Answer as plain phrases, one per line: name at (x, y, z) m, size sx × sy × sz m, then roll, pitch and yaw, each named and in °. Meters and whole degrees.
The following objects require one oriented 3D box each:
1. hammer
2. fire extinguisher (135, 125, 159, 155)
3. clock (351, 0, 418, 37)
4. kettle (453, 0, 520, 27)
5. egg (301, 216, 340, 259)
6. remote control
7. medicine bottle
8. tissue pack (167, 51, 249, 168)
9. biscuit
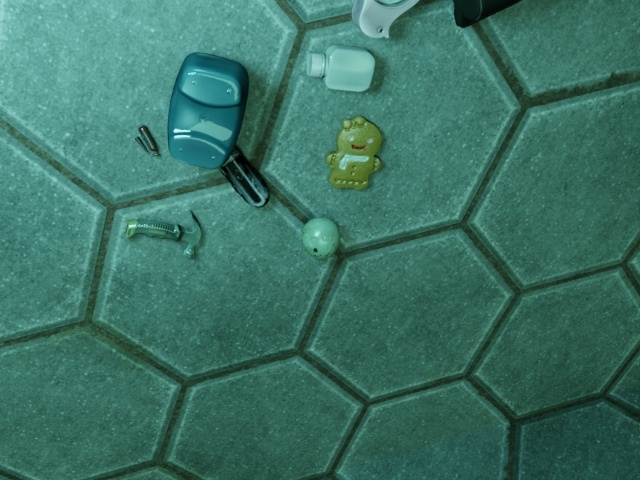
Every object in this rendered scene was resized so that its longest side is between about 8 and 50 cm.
hammer at (-0.486, -0.029, 2.005) m, size 0.226 × 0.041 × 0.159 m, roll 8°, pitch 121°, yaw -20°
fire extinguisher at (-0.496, -0.276, 1.838) m, size 0.046 × 0.032 × 0.100 m, roll -28°, pitch 121°, yaw -8°
clock at (0.135, -0.698, 1.684) m, size 0.290 × 0.080 × 0.275 m, roll 23°, pitch 115°, yaw -26°
kettle at (0.488, -0.724, 1.694) m, size 0.307 × 0.262 × 0.203 m, roll -29°, pitch 101°, yaw -2°
egg at (0.000, 0.000, 2.098) m, size 0.131 × 0.131 × 0.164 m, roll -6°, pitch 131°, yaw -11°
remote control at (-0.241, -0.198, 1.936) m, size 0.090 × 0.066 × 0.266 m, roll -34°, pitch 126°, yaw 5°
medicine bottle at (0.056, -0.486, 1.815) m, size 0.183 × 0.069 × 0.119 m, roll 1°, pitch 127°, yaw -16°
tissue pack at (-0.304, -0.356, 1.737) m, size 0.198 × 0.206 × 0.288 m, roll 11°, pitch 119°, yaw -11°
biscuit at (0.111, -0.268, 2.002) m, size 0.184 × 0.035 × 0.249 m, roll 5°, pitch 122°, yaw -18°
